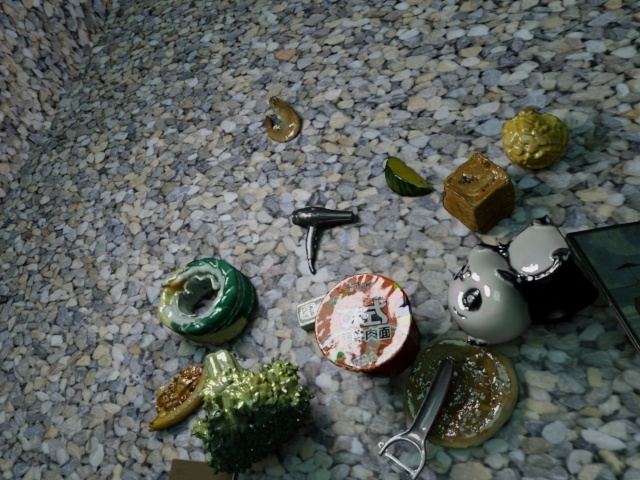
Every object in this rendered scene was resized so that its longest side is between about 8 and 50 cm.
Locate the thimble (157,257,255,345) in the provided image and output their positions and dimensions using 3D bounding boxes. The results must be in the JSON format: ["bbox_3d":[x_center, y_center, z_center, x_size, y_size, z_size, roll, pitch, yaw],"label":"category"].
[{"bbox_3d":[-0.352,0.184,1.629,0.288,0.167,0.254,8,67,28],"label":"thimble"}]

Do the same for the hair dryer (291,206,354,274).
[{"bbox_3d":[0.000,0.000,1.633,0.196,0.075,0.219,1,74,17],"label":"hair dryer"}]

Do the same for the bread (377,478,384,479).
[{"bbox_3d":[0.124,0.644,1.182,0.132,0.103,0.172,-31,52,4],"label":"bread"}]

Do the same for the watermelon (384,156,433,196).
[{"bbox_3d":[0.244,-0.197,1.598,0.092,0.075,0.181,-36,52,0],"label":"watermelon"}]

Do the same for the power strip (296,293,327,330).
[{"bbox_3d":[0.008,0.197,1.519,0.175,0.042,0.075,-23,55,13],"label":"power strip"}]

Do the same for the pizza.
[{"bbox_3d":[-0.414,0.458,1.578,0.271,0.056,0.134,-37,62,3],"label":"pizza"}]

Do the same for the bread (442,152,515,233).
[{"bbox_3d":[0.424,-0.123,1.429,0.149,0.143,0.158,-33,54,-2],"label":"bread"}]

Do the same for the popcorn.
[{"bbox_3d":[0.578,-0.277,1.434,0.180,0.170,0.179,1,97,5],"label":"popcorn"}]

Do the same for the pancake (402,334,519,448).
[{"bbox_3d":[0.331,0.360,1.271,0.283,0.049,0.282,-12,61,23],"label":"pancake"}]

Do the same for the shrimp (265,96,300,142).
[{"bbox_3d":[-0.155,-0.446,1.957,0.133,0.053,0.236,-48,55,21],"label":"shrimp"}]

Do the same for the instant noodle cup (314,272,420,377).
[{"bbox_3d":[0.137,0.233,1.345,0.251,0.192,0.250,-12,59,21],"label":"instant noodle cup"}]

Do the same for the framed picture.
[{"bbox_3d":[0.731,0.102,1.156,0.265,0.016,0.346,-8,55,-11],"label":"framed picture"}]

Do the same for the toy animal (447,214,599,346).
[{"bbox_3d":[0.453,0.114,1.239,0.310,0.251,0.250,-32,53,23],"label":"toy animal"}]

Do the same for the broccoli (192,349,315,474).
[{"bbox_3d":[-0.208,0.411,1.321,0.293,0.348,0.280,-39,59,11],"label":"broccoli"}]

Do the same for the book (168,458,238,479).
[{"bbox_3d":[-0.337,0.751,1.402,0.217,0.021,0.310,-5,62,25],"label":"book"}]

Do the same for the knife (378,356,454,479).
[{"bbox_3d":[0.240,0.400,1.239,0.123,0.053,0.277,23,80,40],"label":"knife"}]
